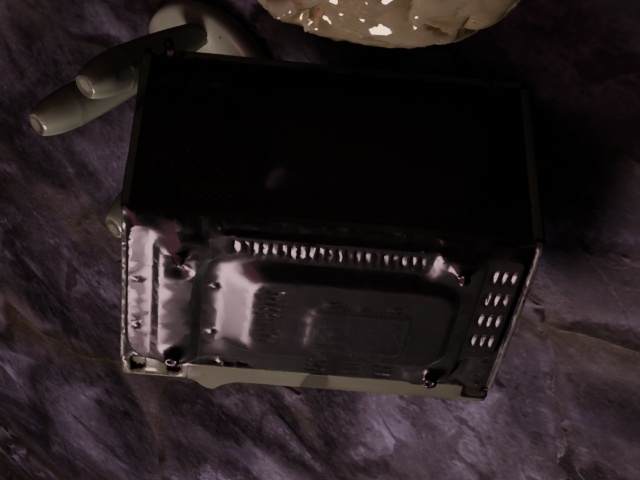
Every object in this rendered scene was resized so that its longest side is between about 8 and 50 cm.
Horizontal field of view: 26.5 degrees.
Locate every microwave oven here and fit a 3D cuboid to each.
[{"bbox_3d":[0.000,0.000,1.240,0.355,0.218,0.286,6,142,-5],"label":"microwave oven"}]

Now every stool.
[{"bbox_3d":[-0.175,-0.139,1.477,0.195,0.199,0.195,56,148,-8],"label":"stool"}]

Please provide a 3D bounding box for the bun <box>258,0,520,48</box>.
[{"bbox_3d":[0.033,-0.277,1.003,0.352,0.227,0.349,34,164,35],"label":"bun"}]
